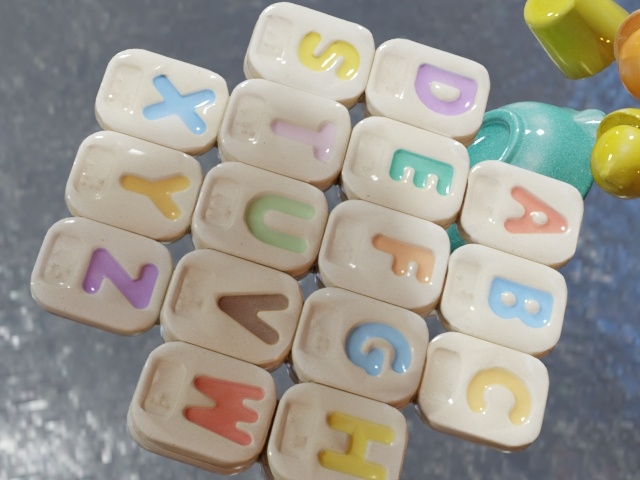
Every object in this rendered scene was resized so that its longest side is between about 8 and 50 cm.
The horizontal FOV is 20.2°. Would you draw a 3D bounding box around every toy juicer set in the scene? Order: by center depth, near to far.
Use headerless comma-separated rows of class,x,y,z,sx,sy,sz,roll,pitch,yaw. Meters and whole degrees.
toy juicer set,0.164,-0.037,1.301,0.329,0.089,0.209,-55,34,-7

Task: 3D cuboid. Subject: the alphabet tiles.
alphabet tiles,0.000,0.000,0.961,0.278,0.021,0.284,18,59,-4
